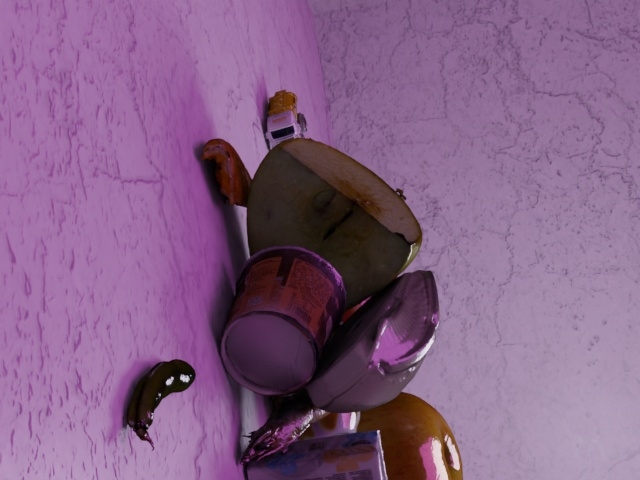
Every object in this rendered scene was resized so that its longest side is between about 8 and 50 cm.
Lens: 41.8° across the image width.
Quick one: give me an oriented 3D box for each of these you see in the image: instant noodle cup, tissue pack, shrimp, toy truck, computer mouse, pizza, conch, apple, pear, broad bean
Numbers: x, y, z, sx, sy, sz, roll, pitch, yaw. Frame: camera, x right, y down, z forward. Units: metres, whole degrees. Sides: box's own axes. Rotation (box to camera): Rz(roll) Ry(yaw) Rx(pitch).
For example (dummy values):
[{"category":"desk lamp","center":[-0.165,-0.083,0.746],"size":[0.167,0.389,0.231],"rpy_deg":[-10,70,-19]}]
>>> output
[{"category":"instant noodle cup","center":[-0.070,0.147,1.482],"size":[0.207,0.217,0.217],"rpy_deg":[-70,148,-63]},{"category":"tissue pack","center":[0.004,0.426,1.474],"size":[0.145,0.229,0.159],"rpy_deg":[-63,142,-77]},{"category":"shrimp","center":[-0.086,0.295,1.509],"size":[0.296,0.169,0.058],"rpy_deg":[-28,140,-53]},{"category":"toy truck","center":[-0.099,-0.325,2.294],"size":[0.227,0.098,0.114],"rpy_deg":[-92,164,-59]},{"category":"computer mouse","center":[0.117,0.197,1.557],"size":[0.145,0.228,0.429],"rpy_deg":[44,32,-1]},{"category":"pizza","center":[-0.175,-0.127,1.624],"size":[0.271,0.056,0.134],"rpy_deg":[27,50,-84]},{"category":"conch","center":[0.006,0.305,1.740],"size":[0.249,0.197,0.368],"rpy_deg":[80,27,-57]},{"category":"apple","center":[0.166,0.539,1.965],"size":[0.400,0.333,0.400],"rpy_deg":[55,7,-11]},{"category":"pear","center":[0.000,0.000,1.670],"size":[0.342,0.318,0.238],"rpy_deg":[38,22,8]},{"category":"broad bean","center":[-0.201,0.192,1.066],"size":[0.227,0.039,0.069],"rpy_deg":[-62,134,-76]}]

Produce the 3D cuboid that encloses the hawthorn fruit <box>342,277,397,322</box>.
[{"category":"hawthorn fruit","center":[0.034,0.162,2.043],"size":[0.284,0.285,0.369],"rpy_deg":[68,35,-52]}]
